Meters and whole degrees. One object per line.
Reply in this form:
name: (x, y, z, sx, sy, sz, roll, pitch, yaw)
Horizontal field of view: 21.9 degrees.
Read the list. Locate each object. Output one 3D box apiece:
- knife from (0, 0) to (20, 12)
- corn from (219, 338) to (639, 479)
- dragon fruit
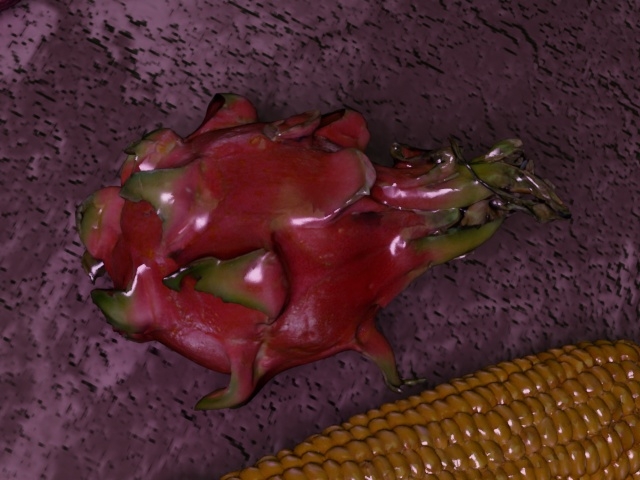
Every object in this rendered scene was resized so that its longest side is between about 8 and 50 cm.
knife: (-0.278, -0.119, 0.832, 0.278, 0.053, 0.123, -12, 65, -23)
corn: (0.051, 0.123, 0.797, 0.293, 0.106, 0.106, -18, 71, -28)
dragon fruit: (0.000, 0.004, 0.794, 0.236, 0.137, 0.135, -1, 35, 0)
